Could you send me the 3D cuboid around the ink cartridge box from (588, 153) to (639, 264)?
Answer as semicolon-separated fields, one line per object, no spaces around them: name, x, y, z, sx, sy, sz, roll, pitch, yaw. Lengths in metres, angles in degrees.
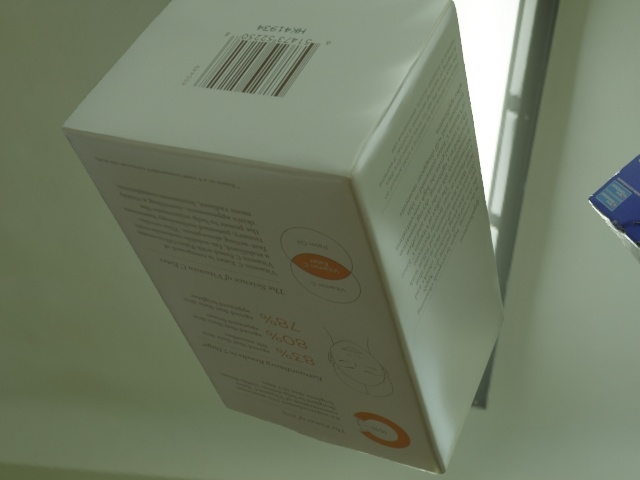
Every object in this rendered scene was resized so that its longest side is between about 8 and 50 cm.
ink cartridge box;0.516;0.036;1.152;0.151;0.270;0.395;-43;-66;11

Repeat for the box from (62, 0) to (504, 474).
box;0.000;0.000;0.688;0.215;0.168;0.345;12;-37;27
